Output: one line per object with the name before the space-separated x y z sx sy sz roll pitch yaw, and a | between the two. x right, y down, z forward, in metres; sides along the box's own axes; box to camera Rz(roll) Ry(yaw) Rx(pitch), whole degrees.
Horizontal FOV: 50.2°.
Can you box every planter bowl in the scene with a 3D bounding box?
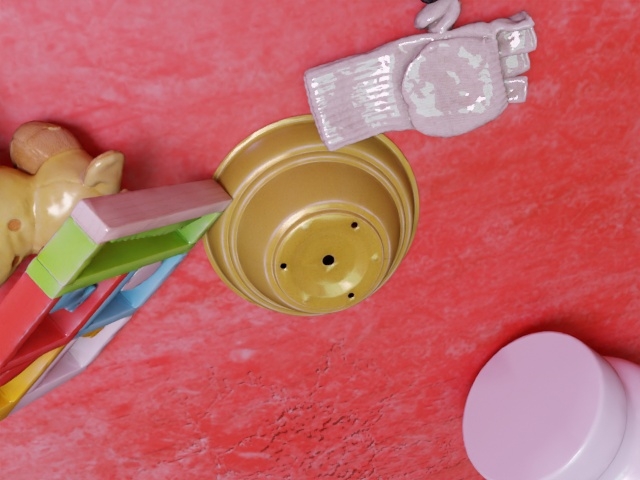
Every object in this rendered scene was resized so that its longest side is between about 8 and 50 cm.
planter bowl | 0.000 0.000 0.632 0.217 0.090 0.217 -5 117 -9

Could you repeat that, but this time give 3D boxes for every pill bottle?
pill bottle | 0.344 0.258 0.770 0.363 0.210 0.210 34 106 -24

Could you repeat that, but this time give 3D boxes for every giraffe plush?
giraffe plush | -0.241 -0.031 0.537 0.171 0.181 0.210 -23 101 -25

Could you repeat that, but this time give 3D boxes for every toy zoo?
toy zoo | -0.210 0.068 0.566 0.030 0.192 0.293 46 108 6

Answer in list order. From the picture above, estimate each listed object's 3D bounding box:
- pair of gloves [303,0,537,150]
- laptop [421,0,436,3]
pair of gloves | 0.082 -0.198 0.557 0.204 0.042 0.240 -10 111 -7
laptop | 0.019 -0.405 0.332 0.408 0.236 0.382 36 106 -5
